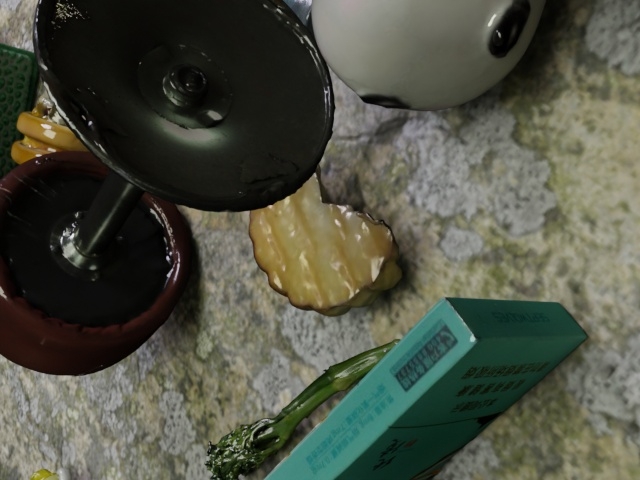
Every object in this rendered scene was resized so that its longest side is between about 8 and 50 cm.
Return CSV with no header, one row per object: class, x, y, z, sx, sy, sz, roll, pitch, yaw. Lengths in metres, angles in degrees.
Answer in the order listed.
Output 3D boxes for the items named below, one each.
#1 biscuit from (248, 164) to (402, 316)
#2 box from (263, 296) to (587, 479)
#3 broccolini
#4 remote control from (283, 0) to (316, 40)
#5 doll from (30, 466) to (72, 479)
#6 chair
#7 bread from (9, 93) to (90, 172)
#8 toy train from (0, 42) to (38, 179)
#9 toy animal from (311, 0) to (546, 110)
biscuit,0.000,0.000,0.700,0.183,0.061,0.118,41,113,38
box,0.065,0.129,0.562,0.229,0.162,0.041,-50,57,25
broccolini,-0.014,0.151,0.713,0.239,0.051,0.054,-39,106,25
remote control,-0.105,-0.316,0.834,0.377,0.044,0.107,39,103,36
doll,-0.284,0.328,0.906,0.162,0.062,0.106,31,110,37
chair,-0.179,-0.040,0.707,0.401,0.226,0.227,-41,59,50
bread,-0.326,-0.083,0.969,0.119,0.084,0.177,24,105,40
toy train,-0.511,-0.171,1.099,0.202,0.145,0.266,17,97,37
toy animal,0.070,-0.210,0.594,0.187,0.165,0.235,-31,69,38
